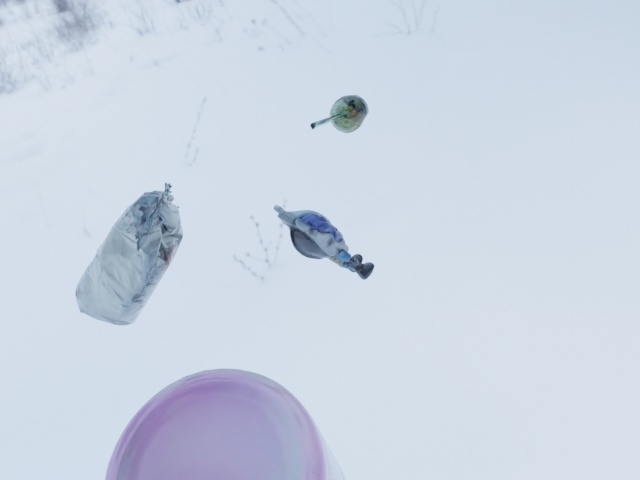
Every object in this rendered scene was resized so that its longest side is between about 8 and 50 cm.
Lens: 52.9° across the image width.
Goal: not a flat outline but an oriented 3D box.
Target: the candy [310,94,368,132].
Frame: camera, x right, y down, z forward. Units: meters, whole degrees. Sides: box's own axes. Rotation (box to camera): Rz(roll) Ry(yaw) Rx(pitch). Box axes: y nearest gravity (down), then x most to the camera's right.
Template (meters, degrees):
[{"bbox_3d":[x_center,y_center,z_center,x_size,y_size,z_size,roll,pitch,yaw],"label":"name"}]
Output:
[{"bbox_3d":[0.022,-0.179,0.937,0.061,0.061,0.202,-4,14,20],"label":"candy"}]

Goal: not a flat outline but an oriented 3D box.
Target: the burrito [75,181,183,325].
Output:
[{"bbox_3d":[-0.337,0.039,1.153,0.101,0.139,0.445,-32,-7,-44],"label":"burrito"}]

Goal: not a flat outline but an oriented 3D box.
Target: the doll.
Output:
[{"bbox_3d":[0.000,0.000,1.006,0.070,0.195,0.096,-59,30,-6],"label":"doll"}]

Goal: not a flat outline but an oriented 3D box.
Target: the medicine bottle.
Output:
[{"bbox_3d":[-0.061,0.250,0.601,0.178,0.291,0.178,-5,57,8],"label":"medicine bottle"}]
